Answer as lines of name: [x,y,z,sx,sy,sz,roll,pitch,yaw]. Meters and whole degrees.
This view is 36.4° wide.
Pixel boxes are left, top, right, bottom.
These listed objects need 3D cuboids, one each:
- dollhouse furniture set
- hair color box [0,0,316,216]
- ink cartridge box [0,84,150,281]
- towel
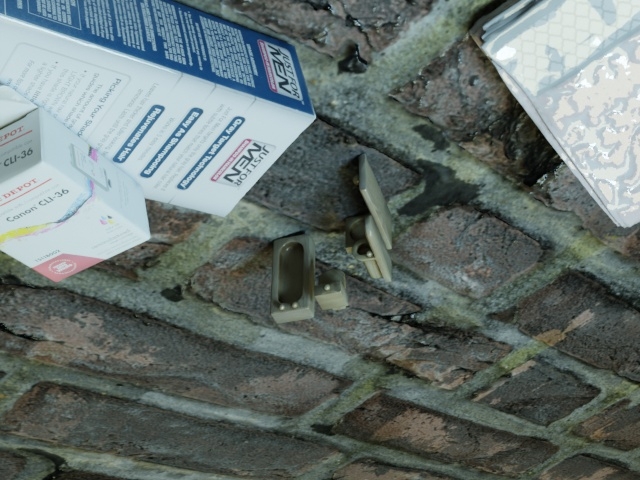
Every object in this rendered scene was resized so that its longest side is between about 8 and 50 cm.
dollhouse furniture set: [0.000,0.000,1.186,0.151,0.144,0.123,-10,142,14]
hair color box: [-0.198,-0.142,0.912,0.347,0.105,0.174,14,137,-36]
ink cartridge box: [-0.258,-0.045,0.874,0.115,0.067,0.198,-24,146,16]
towel: [0.378,-0.200,1.025,0.332,0.053,0.317,-35,116,24]
